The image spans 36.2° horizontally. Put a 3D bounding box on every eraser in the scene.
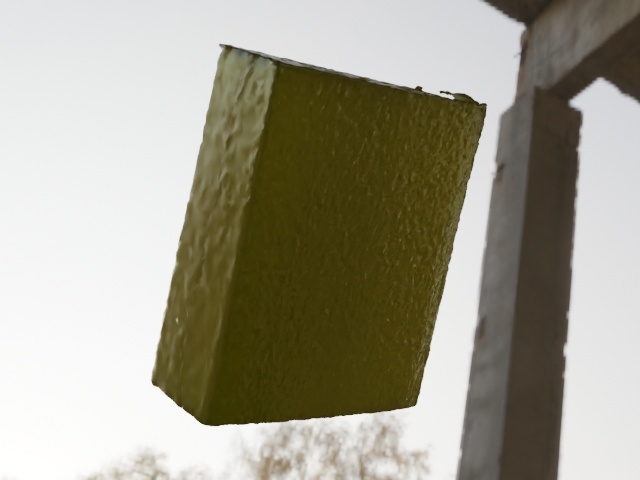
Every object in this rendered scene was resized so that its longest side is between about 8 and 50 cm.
[{"bbox_3d":[0.000,0.000,0.347,0.097,0.122,0.045,2,15,-37],"label":"eraser"}]
